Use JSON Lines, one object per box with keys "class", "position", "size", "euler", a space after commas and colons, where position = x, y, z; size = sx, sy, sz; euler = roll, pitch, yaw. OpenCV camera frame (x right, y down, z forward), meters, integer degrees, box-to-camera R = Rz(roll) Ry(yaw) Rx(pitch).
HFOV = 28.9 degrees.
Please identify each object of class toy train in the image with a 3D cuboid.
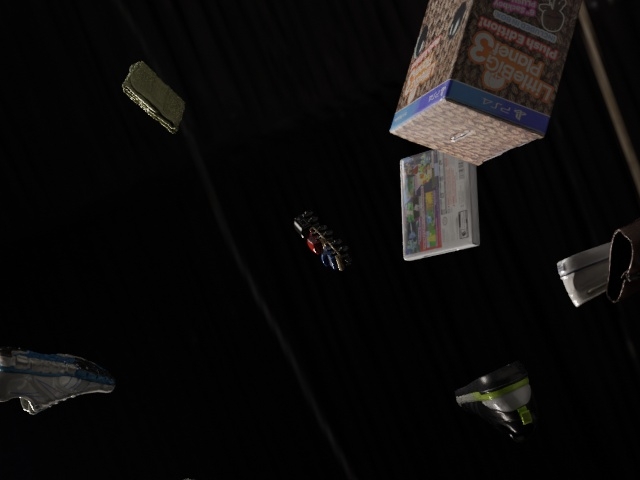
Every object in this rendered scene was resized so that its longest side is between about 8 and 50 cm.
{"class": "toy train", "position": [0.000, 0.000, 1.687], "size": [0.036, 0.027, 0.158], "euler": [-24, -149, -13]}

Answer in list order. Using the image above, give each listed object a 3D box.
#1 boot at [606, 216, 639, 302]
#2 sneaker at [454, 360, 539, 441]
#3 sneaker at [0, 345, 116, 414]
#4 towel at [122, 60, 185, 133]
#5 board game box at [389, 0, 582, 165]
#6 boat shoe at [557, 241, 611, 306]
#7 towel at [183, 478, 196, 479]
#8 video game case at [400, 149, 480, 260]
{"class": "boot", "position": [0.424, 0.017, 1.517], "size": [0.206, 0.090, 0.248], "euler": [-31, 144, -18]}
{"class": "sneaker", "position": [0.236, 0.223, 1.626], "size": [0.084, 0.097, 0.235], "euler": [-24, 170, -2]}
{"class": "sneaker", "position": [-0.369, 0.199, 1.697], "size": [0.190, 0.083, 0.071], "euler": [15, -175, -41]}
{"class": "towel", "position": [-0.253, -0.222, 1.904], "size": [0.027, 0.110, 0.148], "euler": [-44, -164, 13]}
{"class": "board game box", "position": [0.228, -0.274, 1.654], "size": [0.141, 0.291, 0.232], "euler": [19, 170, -12]}
{"class": "boat shoe", "position": [0.507, 0.032, 1.930], "size": [0.267, 0.088, 0.096], "euler": [-17, 170, -4]}
{"class": "towel", "position": [-0.113, 0.533, 1.878], "size": [0.056, 0.324, 0.312], "euler": [-44, -172, 15]}
{"class": "video game case", "position": [0.223, -0.074, 2.336], "size": [0.023, 0.201, 0.183], "euler": [8, 165, -40]}
